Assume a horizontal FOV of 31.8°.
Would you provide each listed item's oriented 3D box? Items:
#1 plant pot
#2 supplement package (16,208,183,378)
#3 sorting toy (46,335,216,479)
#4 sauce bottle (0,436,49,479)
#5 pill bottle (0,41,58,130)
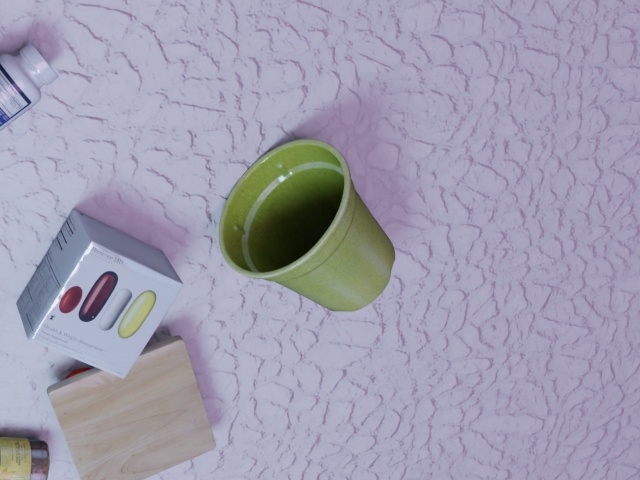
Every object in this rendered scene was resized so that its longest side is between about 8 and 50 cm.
[{"bbox_3d":[0.000,0.000,2.035,0.276,0.276,0.254,-48,134,1],"label":"plant pot"},{"bbox_3d":[-0.383,0.093,1.943,0.194,0.149,0.203,28,100,-32],"label":"supplement package"},{"bbox_3d":[-0.354,0.316,2.091,0.257,0.089,0.255,-21,119,-15],"label":"sorting toy"},{"bbox_3d":[-0.658,0.397,1.976,0.344,0.111,0.111,7,109,-26],"label":"sauce bottle"},{"bbox_3d":[-0.503,-0.235,1.774,0.169,0.094,0.094,-38,122,-5],"label":"pill bottle"}]
